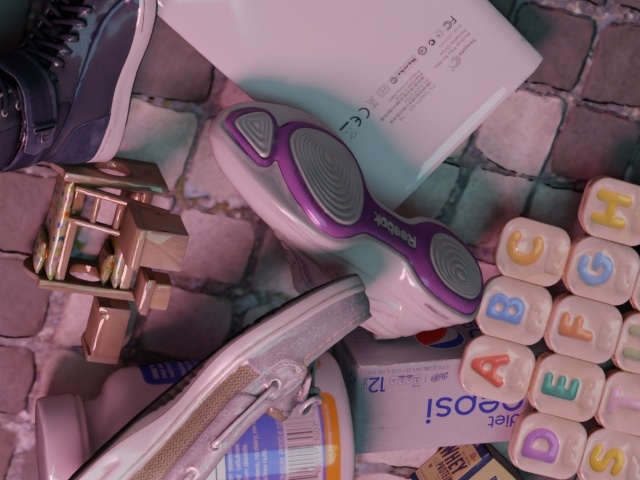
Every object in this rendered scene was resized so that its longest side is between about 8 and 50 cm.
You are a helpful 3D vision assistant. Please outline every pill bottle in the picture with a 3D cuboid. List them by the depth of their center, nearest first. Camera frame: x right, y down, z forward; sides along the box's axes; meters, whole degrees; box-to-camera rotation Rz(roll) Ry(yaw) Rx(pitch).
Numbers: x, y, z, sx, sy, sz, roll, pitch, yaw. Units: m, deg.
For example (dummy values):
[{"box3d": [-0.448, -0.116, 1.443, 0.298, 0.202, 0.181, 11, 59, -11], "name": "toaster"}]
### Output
[{"box3d": [-0.116, 0.184, 1.620, 0.272, 0.152, 0.152, -5, 116, -13], "name": "pill bottle"}]

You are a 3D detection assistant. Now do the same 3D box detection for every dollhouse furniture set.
[{"box3d": [-0.194, 0.039, 1.520, 0.101, 0.161, 0.182, 9, 112, -20], "name": "dollhouse furniture set"}]

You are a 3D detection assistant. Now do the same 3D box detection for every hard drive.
[{"box3d": [0.023, -0.185, 1.543, 0.203, 0.040, 0.307, -45, 119, 8], "name": "hard drive"}]

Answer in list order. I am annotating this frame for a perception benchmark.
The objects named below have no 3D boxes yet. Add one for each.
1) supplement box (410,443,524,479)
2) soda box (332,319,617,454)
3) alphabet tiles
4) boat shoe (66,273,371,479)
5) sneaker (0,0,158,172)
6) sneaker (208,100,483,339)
[{"box3d": [0.151, 0.245, 1.782, 0.083, 0.056, 0.083, -42, 119, 6], "name": "supplement box"}, {"box3d": [0.157, 0.131, 1.708, 0.286, 0.091, 0.098, -4, 115, -15], "name": "soda box"}, {"box3d": [0.275, 0.090, 1.666, 0.278, 0.021, 0.284, 16, 93, -16], "name": "alphabet tiles"}, {"box3d": [-0.077, 0.149, 1.491, 0.320, 0.118, 0.103, -40, 91, -6], "name": "boat shoe"}, {"box3d": [-0.222, -0.157, 1.429, 0.163, 0.086, 0.226, -10, 121, -42], "name": "sneaker"}, {"box3d": [0.000, 0.000, 1.570, 0.152, 0.114, 0.305, -25, 127, 40], "name": "sneaker"}]
